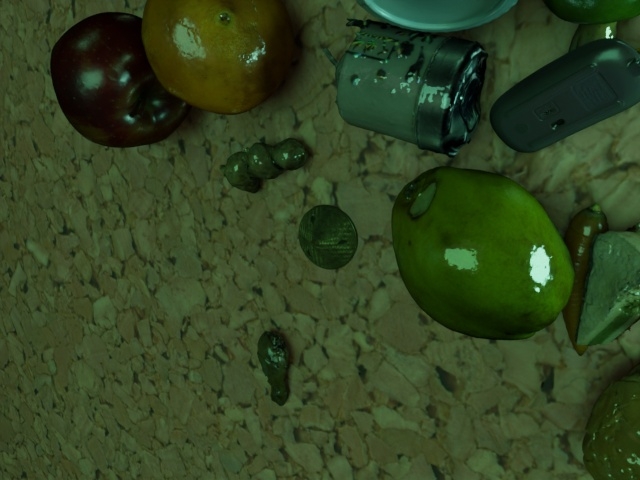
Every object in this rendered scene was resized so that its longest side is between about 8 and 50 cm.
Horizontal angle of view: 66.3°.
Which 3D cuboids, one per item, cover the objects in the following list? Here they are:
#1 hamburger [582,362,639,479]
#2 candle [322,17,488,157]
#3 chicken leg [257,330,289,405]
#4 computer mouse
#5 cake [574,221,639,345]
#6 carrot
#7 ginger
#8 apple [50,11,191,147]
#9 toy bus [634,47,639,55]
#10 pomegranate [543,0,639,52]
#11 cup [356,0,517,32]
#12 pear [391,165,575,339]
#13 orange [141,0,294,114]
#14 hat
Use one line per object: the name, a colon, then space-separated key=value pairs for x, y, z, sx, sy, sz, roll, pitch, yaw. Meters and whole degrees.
hamburger: x=0.568 y=0.316 z=0.763 sx=0.259 sy=0.144 sz=0.283 roll=20 pitch=106 yaw=26
candle: x=0.116 y=-0.275 z=0.846 sx=0.330 sy=0.187 sz=0.187 roll=24 pitch=113 yaw=25
chicken leg: x=-0.109 y=0.316 z=1.181 sx=0.085 sy=0.069 sz=0.198 roll=5 pitch=112 yaw=29
computer mouse: x=0.373 y=-0.216 z=0.753 sx=0.120 sy=0.057 sz=0.232 roll=43 pitch=146 yaw=-14
cake: x=0.468 y=0.066 z=0.782 sx=0.220 sy=0.086 sz=0.117 roll=97 pitch=165 yaw=-51
carrot: x=0.433 y=0.069 z=0.828 sx=0.062 sy=0.066 sz=0.271 roll=-144 pitch=52 yaw=-61
ginger: x=-0.119 y=-0.168 z=1.059 sx=0.204 sy=0.080 sz=0.104 roll=-19 pitch=125 yaw=32
apple: x=-0.431 y=-0.350 z=1.070 sx=0.317 sy=0.288 sz=0.288 roll=38 pitch=119 yaw=39
toy bus: x=0.522 y=-0.250 z=0.689 sx=0.162 sy=0.069 sz=0.074 roll=23 pitch=112 yaw=21
pomegranate: x=0.396 y=-0.358 z=0.683 sx=0.187 sy=0.187 sz=0.225 roll=10 pitch=131 yaw=27
cup: x=0.205 y=-0.478 z=0.658 sx=0.331 sy=0.257 sz=0.311 roll=9 pitch=86 yaw=8
pear: x=0.255 y=0.023 z=0.804 sx=0.321 sy=0.269 sz=0.269 roll=42 pitch=119 yaw=1
orange: x=-0.192 y=-0.384 z=0.931 sx=0.226 sy=0.284 sz=0.284 roll=-174 pitch=69 yaw=-71
hat: x=0.000 y=0.000 z=1.040 sx=0.146 sy=0.067 sz=0.146 roll=7 pitch=105 yaw=27
